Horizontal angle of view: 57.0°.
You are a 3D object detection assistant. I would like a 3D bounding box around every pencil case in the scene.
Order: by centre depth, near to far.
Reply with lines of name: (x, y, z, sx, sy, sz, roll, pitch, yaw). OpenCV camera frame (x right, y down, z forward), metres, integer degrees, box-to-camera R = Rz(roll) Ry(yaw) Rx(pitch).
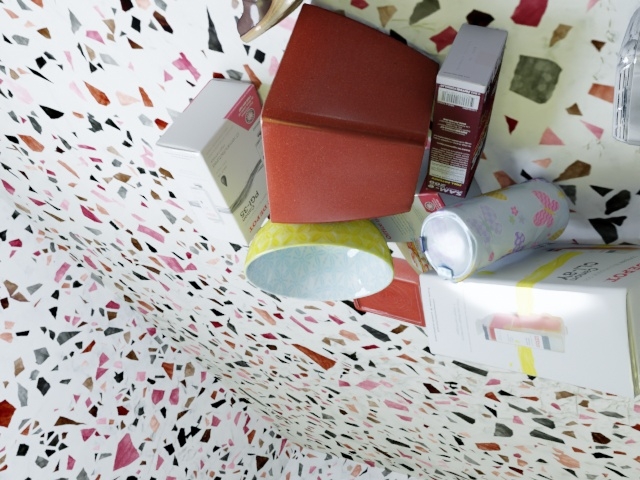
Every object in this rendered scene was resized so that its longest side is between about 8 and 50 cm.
pencil case: (0.296, -0.021, 0.984, 0.113, 0.273, 0.124, -2, 104, 56)

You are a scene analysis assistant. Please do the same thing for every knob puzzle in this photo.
knob puzzle: (0.220, 0.022, 1.283, 0.213, 0.030, 0.213, 50, 168, 15)

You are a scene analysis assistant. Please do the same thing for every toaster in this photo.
toaster: (0.455, -0.198, 0.735, 0.146, 0.129, 0.227, 13, 148, 31)

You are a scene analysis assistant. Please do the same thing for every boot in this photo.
boot: (-0.108, -0.439, 0.898, 0.207, 0.090, 0.248, 50, 146, -12)

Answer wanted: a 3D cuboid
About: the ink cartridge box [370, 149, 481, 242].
ink cartridge box: (0.187, -0.083, 1.116, 0.176, 0.127, 0.128, -3, 138, 40)

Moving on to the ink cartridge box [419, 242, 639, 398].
ink cartridge box: (0.405, 0.107, 0.991, 0.384, 0.279, 0.161, 2, 103, 55)

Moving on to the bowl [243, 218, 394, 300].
bowl: (0.000, 0.000, 1.153, 0.289, 0.156, 0.289, 2, 155, 1)

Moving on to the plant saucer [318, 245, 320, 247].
plant saucer: (-0.001, -0.046, 1.321, 0.168, 0.168, 0.029, 39, 115, -17)

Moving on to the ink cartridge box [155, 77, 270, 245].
ink cartridge box: (-0.189, -0.158, 1.232, 0.117, 0.207, 0.283, 14, 147, 26)

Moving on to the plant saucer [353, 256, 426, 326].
plant saucer: (0.174, 0.131, 1.528, 0.258, 0.048, 0.259, 12, 147, 25)

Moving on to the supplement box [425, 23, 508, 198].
supplement box: (0.224, -0.193, 0.921, 0.073, 0.130, 0.239, 18, 149, 17)

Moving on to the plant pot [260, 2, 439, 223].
plant pot: (0.057, -0.183, 0.970, 0.235, 0.267, 0.267, 11, 147, 6)
